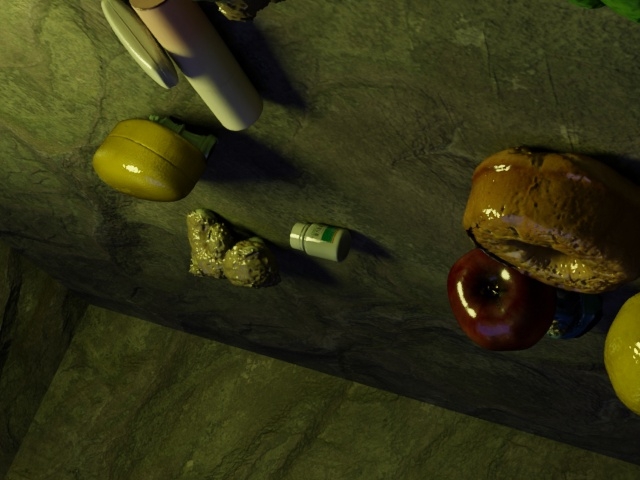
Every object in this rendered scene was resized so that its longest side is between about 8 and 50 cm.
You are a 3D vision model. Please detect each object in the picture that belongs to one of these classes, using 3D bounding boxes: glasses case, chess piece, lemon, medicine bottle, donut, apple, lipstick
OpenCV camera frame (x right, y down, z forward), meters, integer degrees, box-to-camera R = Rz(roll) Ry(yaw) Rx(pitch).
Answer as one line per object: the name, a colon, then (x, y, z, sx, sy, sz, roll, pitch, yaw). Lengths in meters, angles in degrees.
glasses case: (-0.378, -0.161, 1.857, 0.173, 0.141, 0.371, 39, 168, -23)
chess piece: (-0.290, -0.222, 1.836, 0.149, 0.059, 0.059, 28, 160, -3)
lemon: (0.671, 0.215, 1.654, 0.293, 0.293, 0.293, 19, 161, 7)
glasses case: (-0.297, -0.327, 1.447, 0.197, 0.049, 0.076, 52, 179, 21)
medicine bottle: (0.000, 0.000, 2.072, 0.130, 0.080, 0.080, 14, 159, 23)
donut: (0.400, -0.030, 1.469, 0.317, 0.150, 0.299, 12, 161, 26)
apple: (0.375, 0.120, 1.794, 0.234, 0.234, 0.234, 19, 161, 7)
lipstick: (-0.196, -0.307, 1.456, 0.087, 0.087, 0.327, 12, 158, 27)

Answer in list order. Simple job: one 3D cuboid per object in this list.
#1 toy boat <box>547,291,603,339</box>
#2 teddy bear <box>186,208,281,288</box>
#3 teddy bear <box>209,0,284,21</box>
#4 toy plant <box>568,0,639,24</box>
toy boat: (0.528, 0.163, 1.908, 0.097, 0.100, 0.223, 13, 159, -4)
teddy bear: (-0.224, 0.042, 2.317, 0.256, 0.156, 0.267, 10, 156, 26)
teddy bear: (-0.156, -0.377, 1.165, 0.182, 0.129, 0.251, 3, 153, 47)
toy plant: (0.284, -0.313, 0.864, 0.224, 0.184, 0.316, 10, 174, 44)
